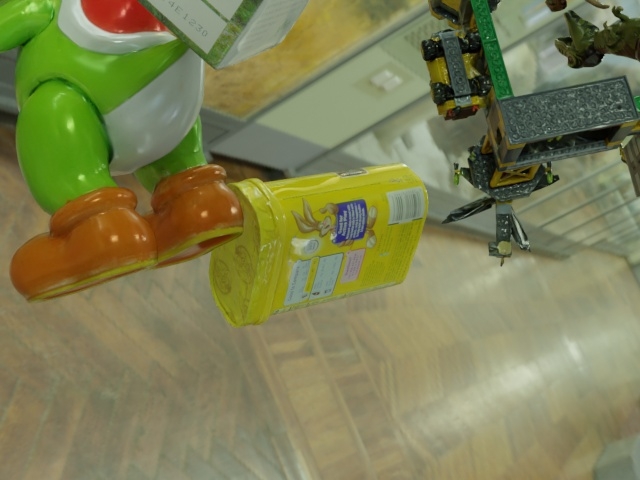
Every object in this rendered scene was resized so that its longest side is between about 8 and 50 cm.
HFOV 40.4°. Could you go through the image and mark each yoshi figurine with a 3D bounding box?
[{"bbox_3d":[-0.203,-0.141,0.625,0.203,0.203,0.362,162,-90,-79],"label":"yoshi figurine"}]

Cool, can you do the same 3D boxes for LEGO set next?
[{"bbox_3d":[0.235,-0.143,0.727,0.192,0.331,0.255,85,-13,-73],"label":"LEGO set"}]

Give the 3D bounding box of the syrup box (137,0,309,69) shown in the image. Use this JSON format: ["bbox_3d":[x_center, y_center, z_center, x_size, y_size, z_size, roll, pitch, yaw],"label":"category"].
[{"bbox_3d":[-0.008,-0.212,0.450,0.093,0.237,0.096,42,29,1],"label":"syrup box"}]

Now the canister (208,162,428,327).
[{"bbox_3d":[0.000,0.000,0.743,0.170,0.126,0.073,-11,42,-31],"label":"canister"}]
